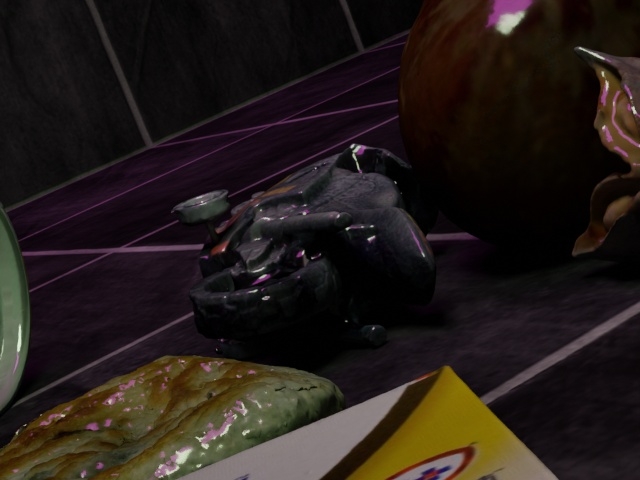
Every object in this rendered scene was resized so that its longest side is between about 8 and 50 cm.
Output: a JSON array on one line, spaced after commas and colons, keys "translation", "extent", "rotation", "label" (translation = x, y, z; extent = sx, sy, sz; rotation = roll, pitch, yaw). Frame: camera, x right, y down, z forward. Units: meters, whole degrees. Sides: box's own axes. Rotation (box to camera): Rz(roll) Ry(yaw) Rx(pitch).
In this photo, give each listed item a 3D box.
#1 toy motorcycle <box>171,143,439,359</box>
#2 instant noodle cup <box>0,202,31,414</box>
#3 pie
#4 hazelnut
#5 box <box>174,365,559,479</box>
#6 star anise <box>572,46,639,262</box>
[{"translation": [0.000, 0.000, 1.022], "extent": [0.173, 0.108, 0.307], "rotation": [-16, 13, 2], "label": "toy motorcycle"}, {"translation": [-0.349, 0.047, 1.124], "extent": [0.200, 0.264, 0.264], "rotation": [-11, 13, 17], "label": "instant noodle cup"}, {"translation": [-0.096, 0.111, 0.779], "extent": [0.241, 0.054, 0.240], "rotation": [-23, 9, 4], "label": "pie"}, {"translation": [0.159, -0.109, 0.962], "extent": [0.218, 0.218, 0.234], "rotation": [-12, 44, 42], "label": "hazelnut"}, {"translation": [-0.053, 0.138, 0.407], "extent": [0.265, 0.097, 0.168], "rotation": [-22, 7, -1], "label": "box"}, {"translation": [0.267, -0.057, 0.818], "extent": [0.227, 0.148, 0.218], "rotation": [3, -29, -13], "label": "star anise"}]
